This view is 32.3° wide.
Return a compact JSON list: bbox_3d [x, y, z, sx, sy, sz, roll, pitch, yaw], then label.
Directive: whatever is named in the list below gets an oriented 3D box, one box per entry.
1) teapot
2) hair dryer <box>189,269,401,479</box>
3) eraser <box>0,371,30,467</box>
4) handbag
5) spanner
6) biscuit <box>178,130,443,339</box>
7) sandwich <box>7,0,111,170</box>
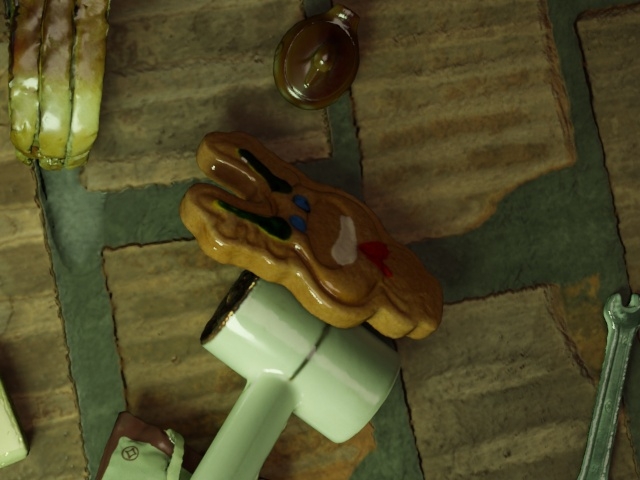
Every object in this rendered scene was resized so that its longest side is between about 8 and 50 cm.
[{"bbox_3d":[0.001,-0.215,1.290,0.098,0.078,0.129,34,79,-11],"label":"teapot"},{"bbox_3d":[-0.072,0.205,1.172,0.203,0.128,0.362,37,55,-10],"label":"hair dryer"},{"bbox_3d":[-0.408,0.208,1.166,0.172,0.058,0.117,-21,92,-15],"label":"eraser"},{"bbox_3d":[-0.172,0.332,1.190,0.213,0.127,0.235,27,68,-13],"label":"handbag"},{"bbox_3d":[0.360,0.211,1.393,0.071,0.017,0.302,13,84,-14],"label":"spanner"},{"bbox_3d":[0.000,0.000,1.234,0.334,0.047,0.202,32,37,-14],"label":"biscuit"},{"bbox_3d":[-0.266,-0.198,1.120,0.095,0.273,0.249,5,87,-15],"label":"sandwich"}]
